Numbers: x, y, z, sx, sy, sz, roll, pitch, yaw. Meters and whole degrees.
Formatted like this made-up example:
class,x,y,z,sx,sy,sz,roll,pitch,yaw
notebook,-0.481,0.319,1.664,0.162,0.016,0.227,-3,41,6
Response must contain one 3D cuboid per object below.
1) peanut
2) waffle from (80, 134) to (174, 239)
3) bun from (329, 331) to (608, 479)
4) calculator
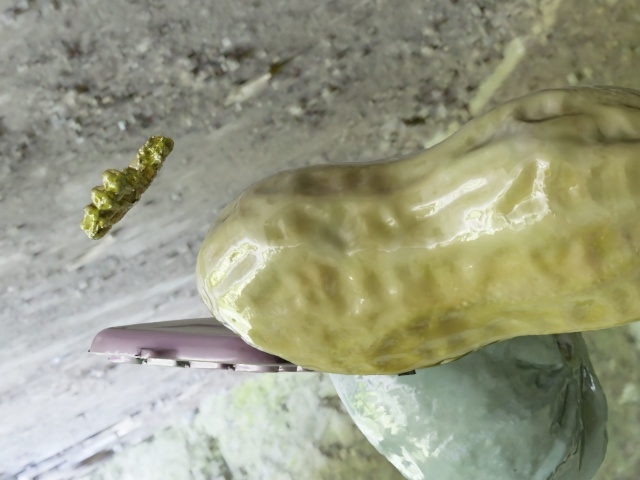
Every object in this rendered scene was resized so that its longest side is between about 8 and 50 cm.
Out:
class,x,y,z,sx,sy,sz,roll,pitch,yaw
peanut,0.083,-0.003,0.616,0.313,0.149,0.149,-13,171,11
waffle,-0.272,-0.076,1.548,0.149,0.051,0.194,-48,-176,41
bun,0.153,0.113,1.132,0.194,0.354,0.354,-41,164,25
calculator,-0.043,0.080,0.855,0.194,0.043,0.294,1,176,30
